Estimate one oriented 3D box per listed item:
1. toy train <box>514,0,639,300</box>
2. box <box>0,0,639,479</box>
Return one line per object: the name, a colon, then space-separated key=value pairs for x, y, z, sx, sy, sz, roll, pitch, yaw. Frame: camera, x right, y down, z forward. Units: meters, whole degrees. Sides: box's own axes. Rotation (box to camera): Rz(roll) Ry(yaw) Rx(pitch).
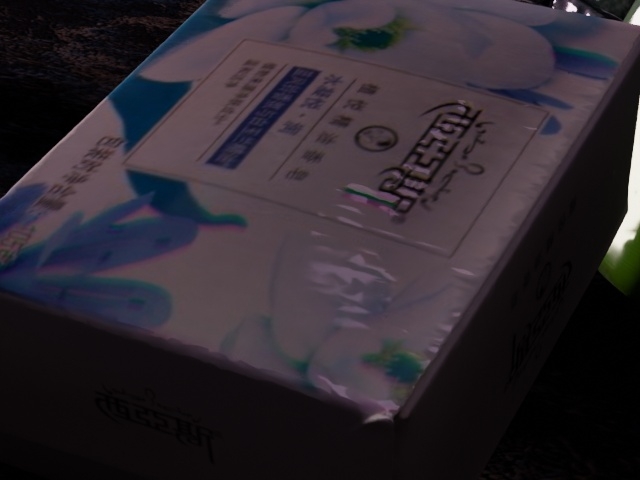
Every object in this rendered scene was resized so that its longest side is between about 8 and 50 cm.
toy train: x=0.248 y=-0.048 z=0.924 sx=0.307 sy=0.173 sz=0.249 roll=16 pitch=20 yaw=-31
box: x=0.000 y=-0.002 z=0.697 sx=0.203 sy=0.116 sz=0.274 roll=17 pitch=43 yaw=22
